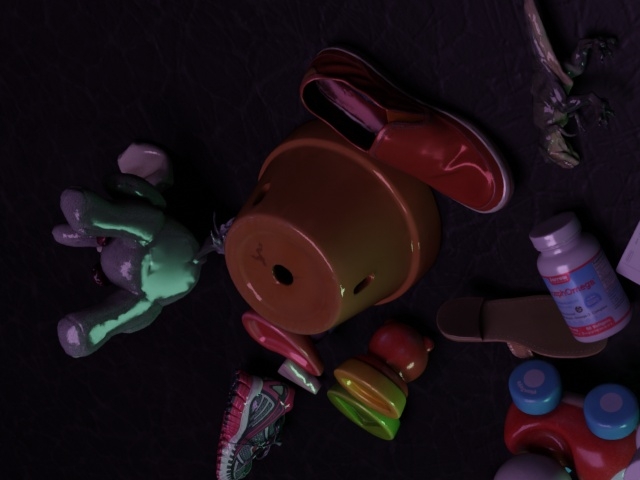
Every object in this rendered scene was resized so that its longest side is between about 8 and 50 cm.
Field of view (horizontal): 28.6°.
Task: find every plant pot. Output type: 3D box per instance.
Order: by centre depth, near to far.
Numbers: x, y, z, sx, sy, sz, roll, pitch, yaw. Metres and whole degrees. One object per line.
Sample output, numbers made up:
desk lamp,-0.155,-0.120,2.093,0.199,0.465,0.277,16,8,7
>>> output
plant pot,0.000,0.000,1.797,0.290,0.203,0.291,22,133,25

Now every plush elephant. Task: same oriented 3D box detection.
plush elephant,-0.312,-0.007,2.031,0.255,0.329,0.272,28,126,52

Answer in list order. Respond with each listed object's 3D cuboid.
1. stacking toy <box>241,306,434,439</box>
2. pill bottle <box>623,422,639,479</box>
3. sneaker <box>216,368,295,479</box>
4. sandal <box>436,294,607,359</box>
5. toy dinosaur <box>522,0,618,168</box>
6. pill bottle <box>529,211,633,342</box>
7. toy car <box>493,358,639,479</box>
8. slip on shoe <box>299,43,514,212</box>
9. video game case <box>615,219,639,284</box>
stacking toy,0.041,0.176,2.010,0.309,0.130,0.279,31,162,21
pill bottle,0.471,0.243,1.575,0.131,0.229,0.131,22,133,25
sneaker,-0.122,0.345,2.236,0.112,0.121,0.299,10,143,-5
sandal,0.288,0.126,1.765,0.240,0.088,0.079,5,160,21
toy dinosaur,0.297,-0.195,1.512,0.118,0.064,0.268,10,124,42
pill bottle,0.338,0.046,1.641,0.087,0.087,0.160,-16,110,45
toy car,0.324,0.330,1.716,0.210,0.238,0.219,16,150,29
slip on shoe,0.110,-0.138,1.678,0.331,0.101,0.123,37,136,9
video game case,0.460,0.017,1.569,0.143,0.019,0.157,31,136,17
